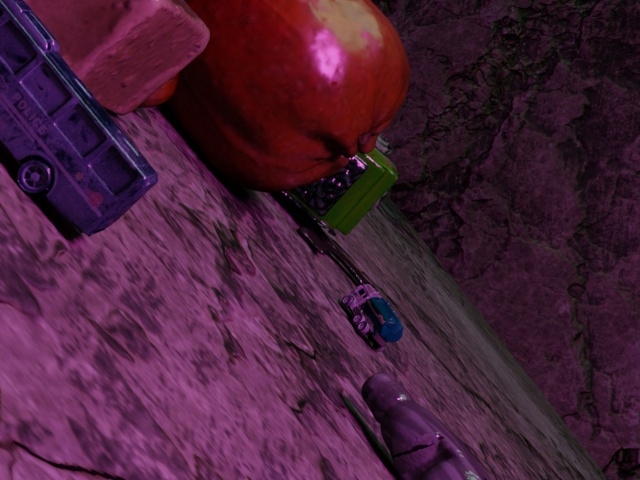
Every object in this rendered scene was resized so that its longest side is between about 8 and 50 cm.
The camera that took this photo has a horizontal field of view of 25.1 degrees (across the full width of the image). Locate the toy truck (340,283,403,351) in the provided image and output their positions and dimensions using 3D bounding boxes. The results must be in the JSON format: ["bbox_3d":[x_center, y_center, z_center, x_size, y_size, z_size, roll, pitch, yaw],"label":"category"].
[{"bbox_3d":[0.056,0.080,1.526,0.039,0.044,0.083,49,6,-36],"label":"toy truck"}]

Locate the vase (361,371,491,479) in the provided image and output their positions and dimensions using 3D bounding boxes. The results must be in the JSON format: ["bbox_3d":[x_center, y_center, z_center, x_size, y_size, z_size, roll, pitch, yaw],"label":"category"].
[{"bbox_3d":[0.096,0.185,1.114,0.211,0.060,0.060,55,8,31],"label":"vase"}]

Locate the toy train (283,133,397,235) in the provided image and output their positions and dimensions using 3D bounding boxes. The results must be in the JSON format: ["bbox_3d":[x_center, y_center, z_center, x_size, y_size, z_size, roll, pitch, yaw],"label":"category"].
[{"bbox_3d":[-0.013,-0.119,1.759,0.243,0.132,0.188,40,13,-12],"label":"toy train"}]

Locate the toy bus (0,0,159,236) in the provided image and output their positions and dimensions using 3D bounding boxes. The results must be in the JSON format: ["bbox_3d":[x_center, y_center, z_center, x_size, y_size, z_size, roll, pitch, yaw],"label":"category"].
[{"bbox_3d":[-0.165,-0.079,0.822,0.166,0.065,0.047,51,7,-2],"label":"toy bus"}]

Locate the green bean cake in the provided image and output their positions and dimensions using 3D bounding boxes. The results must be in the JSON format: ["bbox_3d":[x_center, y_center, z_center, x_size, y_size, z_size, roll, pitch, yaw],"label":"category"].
[{"bbox_3d":[-0.166,-0.170,1.147,0.085,0.109,0.179,50,6,8],"label":"green bean cake"}]

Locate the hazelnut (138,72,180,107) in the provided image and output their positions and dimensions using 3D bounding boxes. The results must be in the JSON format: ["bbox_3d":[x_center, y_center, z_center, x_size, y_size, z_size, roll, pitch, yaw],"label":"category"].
[{"bbox_3d":[-0.165,-0.164,1.291,0.086,0.086,0.086,49,6,-7],"label":"hazelnut"}]

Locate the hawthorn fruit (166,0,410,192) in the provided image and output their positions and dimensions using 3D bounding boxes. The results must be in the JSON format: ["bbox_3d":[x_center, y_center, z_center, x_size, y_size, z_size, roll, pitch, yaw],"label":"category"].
[{"bbox_3d":[-0.044,-0.175,1.478,0.261,0.258,0.258,22,3,8],"label":"hawthorn fruit"}]

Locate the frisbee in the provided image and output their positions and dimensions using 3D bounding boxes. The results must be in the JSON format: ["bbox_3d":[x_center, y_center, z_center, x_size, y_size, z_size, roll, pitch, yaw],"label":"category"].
[{"bbox_3d":[0.000,0.000,1.752,0.211,0.012,0.187,52,7,12],"label":"frisbee"}]
